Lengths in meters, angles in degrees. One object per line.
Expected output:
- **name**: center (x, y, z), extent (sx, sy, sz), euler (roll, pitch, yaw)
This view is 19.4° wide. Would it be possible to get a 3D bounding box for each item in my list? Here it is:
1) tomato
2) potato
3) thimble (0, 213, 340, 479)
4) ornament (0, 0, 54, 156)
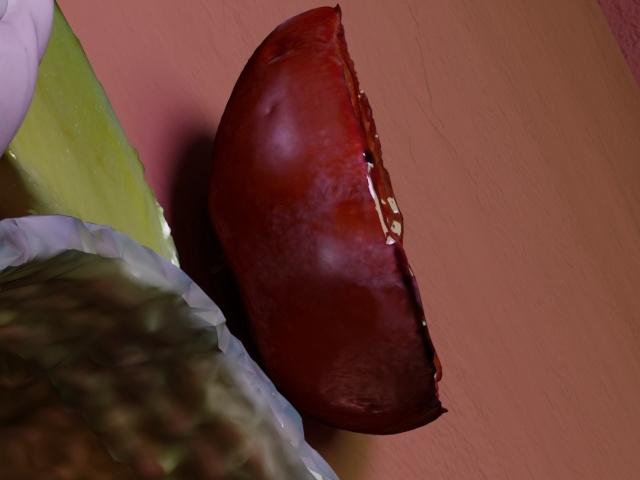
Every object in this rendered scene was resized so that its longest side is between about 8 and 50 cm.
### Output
- **tomato**: center (-0.003, 0.002, 0.968), extent (0.228, 0.101, 0.228), euler (-18, 90, -84)
- **potato**: center (-0.122, -0.040, 0.767), extent (0.198, 0.054, 0.119), euler (58, 19, -33)
- **thimble**: center (-0.080, 0.139, 0.492), extent (0.271, 0.150, 0.270), euler (53, 22, -32)
- **ornament**: center (-0.159, -0.079, 0.538), extent (0.177, 0.177, 0.177), euler (53, 22, -32)
